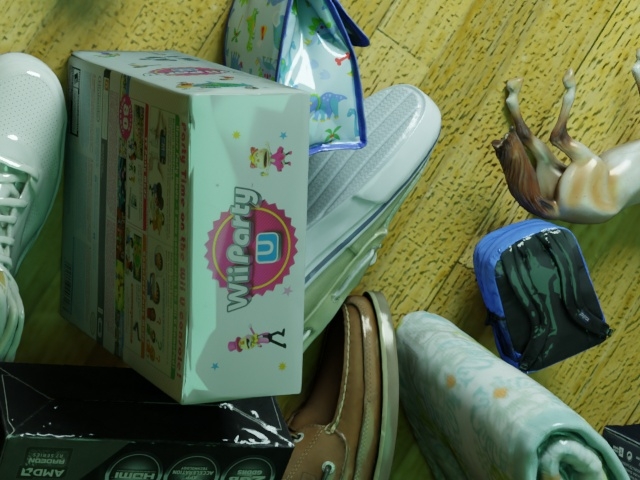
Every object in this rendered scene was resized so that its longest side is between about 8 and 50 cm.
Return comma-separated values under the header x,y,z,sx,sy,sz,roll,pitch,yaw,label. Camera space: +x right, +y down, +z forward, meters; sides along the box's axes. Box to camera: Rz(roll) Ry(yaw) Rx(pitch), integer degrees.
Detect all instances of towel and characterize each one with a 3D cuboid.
x,y,z,sx,sy,sz,roll,pitch,yaw,label
0.191,0.262,1.686,0.090,0.320,0.374,-28,111,-13,towel

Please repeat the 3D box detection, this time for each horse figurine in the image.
x,y,z,sx,sy,sz,roll,pitch,yaw,label
0.265,-0.080,1.788,0.263,0.066,0.174,-16,100,-22,horse figurine

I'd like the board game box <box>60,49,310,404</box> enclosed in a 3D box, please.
x,y,z,sx,sy,sz,roll,pitch,yaw,label
-0.111,-0.021,1.509,0.097,0.303,0.224,-2,102,-22,board game box

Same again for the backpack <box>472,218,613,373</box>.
x,y,z,sx,sy,sz,roll,pitch,yaw,label
0.184,0.043,1.757,0.098,0.101,0.120,-25,110,-16,backpack

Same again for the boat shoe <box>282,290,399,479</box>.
x,y,z,sx,sy,sz,roll,pitch,yaw,label
0.001,0.193,1.702,0.104,0.111,0.307,5,88,-10,boat shoe

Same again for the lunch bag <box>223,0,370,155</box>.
x,y,z,sx,sy,sz,roll,pitch,yaw,label
-0.024,-0.150,1.616,0.096,0.129,0.151,-13,103,-21,lunch bag

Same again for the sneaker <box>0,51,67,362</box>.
x,y,z,sx,sy,sz,roll,pitch,yaw,label
-0.253,0.001,1.529,0.108,0.169,0.292,18,92,-23,sneaker

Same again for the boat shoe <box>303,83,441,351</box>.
x,y,z,sx,sy,sz,roll,pitch,yaw,label
0.000,0.000,1.684,0.302,0.109,0.094,-48,128,3,boat shoe

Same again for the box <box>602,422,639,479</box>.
x,y,z,sx,sy,sz,roll,pitch,yaw,label
0.354,0.278,1.874,0.153,0.108,0.207,-4,102,-22,box

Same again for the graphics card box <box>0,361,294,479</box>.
x,y,z,sx,sy,sz,roll,pitch,yaw,label
-0.186,0.264,1.571,0.233,0.094,0.371,6,124,-24,graphics card box
